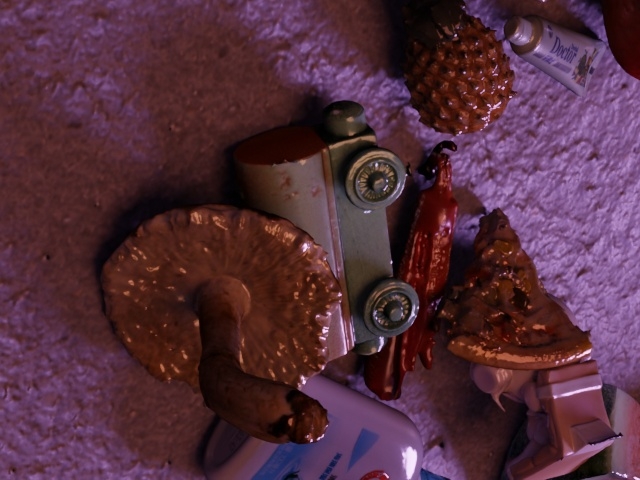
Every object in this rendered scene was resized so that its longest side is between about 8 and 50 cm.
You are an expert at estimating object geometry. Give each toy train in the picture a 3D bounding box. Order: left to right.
[{"bbox_3d":[0.000,0.000,1.727,0.177,0.116,0.285,-16,122,-14],"label":"toy train"}]

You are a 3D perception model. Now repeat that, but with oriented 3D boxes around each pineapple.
[{"bbox_3d":[0.104,-0.231,1.673,0.130,0.119,0.277,-41,129,-22],"label":"pineapple"}]

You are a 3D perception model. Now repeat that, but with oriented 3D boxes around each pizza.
[{"bbox_3d":[0.206,0.048,1.851,0.185,0.195,0.052,3,151,-20],"label":"pizza"}]

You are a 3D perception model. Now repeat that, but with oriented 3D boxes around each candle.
[{"bbox_3d":[0.104,0.034,1.841,0.084,0.059,0.301,-8,116,-43],"label":"candle"}]

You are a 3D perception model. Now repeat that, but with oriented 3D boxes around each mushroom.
[{"bbox_3d":[-0.096,0.069,1.568,0.233,0.302,0.208,2,89,0],"label":"mushroom"}]

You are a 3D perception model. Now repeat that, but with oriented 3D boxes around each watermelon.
[{"bbox_3d":[0.356,0.274,2.084,0.257,0.193,0.139,24,65,-36],"label":"watermelon"}]

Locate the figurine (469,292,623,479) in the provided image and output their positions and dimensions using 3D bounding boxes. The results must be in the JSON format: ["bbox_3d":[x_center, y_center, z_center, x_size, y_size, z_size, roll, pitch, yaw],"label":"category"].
[{"bbox_3d":[0.240,0.149,1.924,0.162,0.141,0.236,-12,76,-40],"label":"figurine"}]

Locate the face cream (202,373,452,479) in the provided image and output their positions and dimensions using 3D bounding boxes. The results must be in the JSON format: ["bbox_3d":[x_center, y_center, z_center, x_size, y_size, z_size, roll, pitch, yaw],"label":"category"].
[{"bbox_3d":[0.030,0.248,1.871,0.337,0.080,0.163,29,102,-40],"label":"face cream"}]

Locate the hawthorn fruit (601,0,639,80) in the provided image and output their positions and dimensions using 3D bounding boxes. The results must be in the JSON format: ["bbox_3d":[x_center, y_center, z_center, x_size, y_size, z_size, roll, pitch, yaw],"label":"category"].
[{"bbox_3d":[0.394,-0.238,1.838,0.196,0.196,0.225,-13,124,-30],"label":"hawthorn fruit"}]

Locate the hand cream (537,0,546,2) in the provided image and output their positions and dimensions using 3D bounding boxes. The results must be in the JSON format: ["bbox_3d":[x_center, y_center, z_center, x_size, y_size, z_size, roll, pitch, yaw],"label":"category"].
[{"bbox_3d":[0.265,-0.373,1.772,0.084,0.050,0.257,11,101,-36],"label":"hand cream"}]

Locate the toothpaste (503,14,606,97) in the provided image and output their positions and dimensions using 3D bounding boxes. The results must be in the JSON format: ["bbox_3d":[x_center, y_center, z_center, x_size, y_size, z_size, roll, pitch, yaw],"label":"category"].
[{"bbox_3d":[0.250,-0.202,1.801,0.255,0.037,0.067,11,101,-62],"label":"toothpaste"}]
